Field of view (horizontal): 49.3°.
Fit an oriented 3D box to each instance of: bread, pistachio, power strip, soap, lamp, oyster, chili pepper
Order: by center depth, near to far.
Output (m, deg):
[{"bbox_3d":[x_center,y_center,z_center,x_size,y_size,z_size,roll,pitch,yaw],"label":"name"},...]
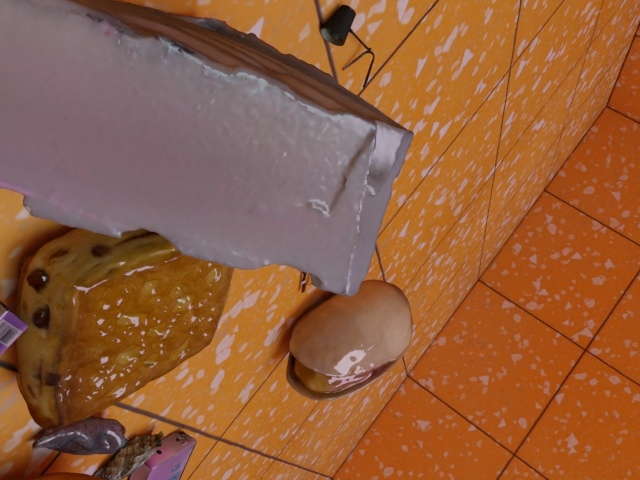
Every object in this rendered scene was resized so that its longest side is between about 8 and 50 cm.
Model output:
[{"bbox_3d":[-0.102,-0.062,0.496,0.302,0.257,0.159,-18,140,-58],"label":"soap"},{"bbox_3d":[-0.197,0.062,0.712,0.235,0.099,0.211,-24,141,-46],"label":"bread"},{"bbox_3d":[0.038,-0.243,0.852,0.054,0.041,0.121,-61,157,-10],"label":"lamp"},{"bbox_3d":[-0.290,0.240,0.855,0.153,0.041,0.050,26,78,-54],"label":"chili pepper"},{"bbox_3d":[-0.278,0.314,1.021,0.098,0.037,0.100,-37,-179,3],"label":"oyster"},{"bbox_3d":[-0.289,0.431,1.156,0.109,0.037,0.279,-19,139,-57],"label":"power strip"},{"bbox_3d":[0.062,0.190,1.356,0.299,0.187,0.188,-33,151,-37],"label":"pistachio"}]

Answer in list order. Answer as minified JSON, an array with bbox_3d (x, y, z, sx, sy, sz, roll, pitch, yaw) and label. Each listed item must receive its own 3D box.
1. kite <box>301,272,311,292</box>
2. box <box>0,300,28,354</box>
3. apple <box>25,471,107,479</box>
[{"bbox_3d":[0.002,0.002,1.177,0.127,0.016,0.229,-38,153,-32],"label":"kite"},{"bbox_3d":[-0.306,0.096,0.579,0.117,0.050,0.036,-48,151,-15],"label":"box"},{"bbox_3d":[-0.289,0.396,0.764,0.286,0.286,0.233,-8,120,-64],"label":"apple"}]
